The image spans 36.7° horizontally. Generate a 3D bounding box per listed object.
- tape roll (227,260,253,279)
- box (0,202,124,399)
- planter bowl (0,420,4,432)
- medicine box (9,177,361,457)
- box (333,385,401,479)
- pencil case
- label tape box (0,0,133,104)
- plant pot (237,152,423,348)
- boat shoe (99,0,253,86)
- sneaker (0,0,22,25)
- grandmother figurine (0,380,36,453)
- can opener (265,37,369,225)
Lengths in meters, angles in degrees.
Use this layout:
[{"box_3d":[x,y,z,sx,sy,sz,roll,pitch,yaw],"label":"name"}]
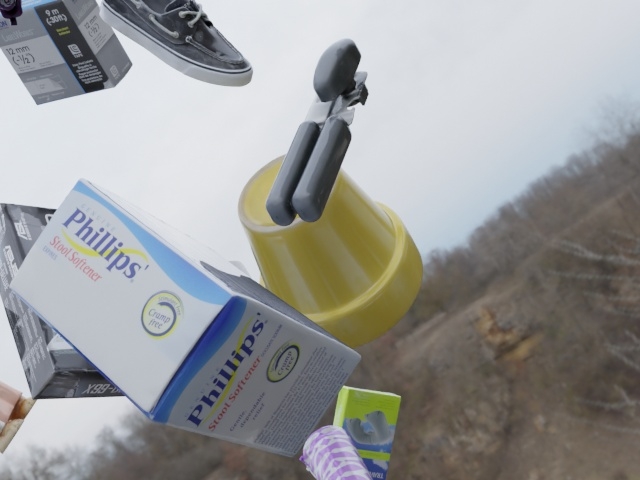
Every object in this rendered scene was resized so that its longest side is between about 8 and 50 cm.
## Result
[{"box_3d":[-0.228,0.180,2.078,0.246,0.169,0.246,-30,-17,-10],"label":"tape roll"},{"box_3d":[-0.349,0.090,1.450,0.242,0.308,0.076,7,-45,-44],"label":"box"},{"box_3d":[-0.498,0.275,1.233,0.162,0.109,0.162,-50,13,16],"label":"planter bowl"},{"box_3d":[-0.143,0.092,1.073,0.149,0.263,0.289,-57,-34,0],"label":"medicine box"},{"box_3d":[0.073,0.355,1.717,0.109,0.178,0.042,12,-4,-22],"label":"box"},{"box_3d":[0.034,0.364,1.428,0.088,0.086,0.206,-33,33,-1],"label":"pencil case"},{"box_3d":[-0.625,-0.495,2.198,0.249,0.348,0.115,-6,40,28],"label":"label tape box"},{"box_3d":[0.000,0.000,1.463,0.254,0.254,0.239,-30,-49,2],"label":"plant pot"},{"box_3d":[-0.240,-0.369,1.649,0.108,0.301,0.102,-43,-18,-52],"label":"boat shoe"},{"box_3d":[-0.524,-0.443,1.593,0.083,0.098,0.224,-19,-10,-11],"label":"sneaker"},{"box_3d":[-0.672,0.240,1.665,0.104,0.342,0.208,-52,11,25],"label":"grandmother figurine"},{"box_3d":[-0.006,-0.137,1.200,0.074,0.093,0.280,-8,45,30],"label":"can opener"}]
